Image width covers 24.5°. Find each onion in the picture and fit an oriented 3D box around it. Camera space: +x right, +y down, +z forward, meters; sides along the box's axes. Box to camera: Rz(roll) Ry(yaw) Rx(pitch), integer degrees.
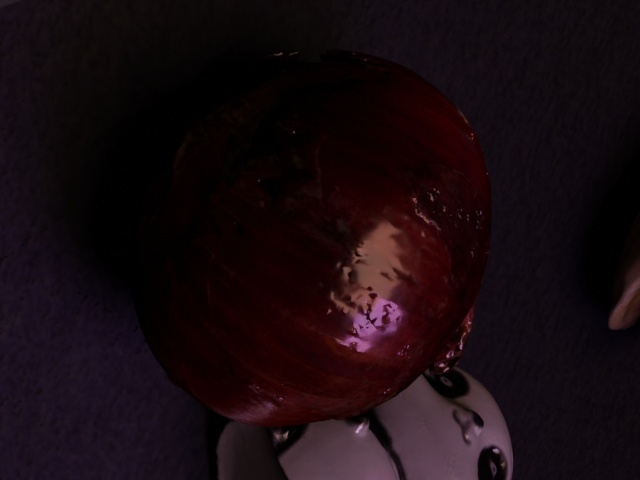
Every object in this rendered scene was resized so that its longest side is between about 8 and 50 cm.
[{"bbox_3d":[0.000,0.000,1.030,0.276,0.276,0.276,-13,113,-33],"label":"onion"}]

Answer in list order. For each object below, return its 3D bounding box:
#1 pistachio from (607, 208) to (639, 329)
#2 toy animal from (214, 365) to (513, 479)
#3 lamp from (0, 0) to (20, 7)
[{"bbox_3d":[0.410,-0.001,1.367,0.321,0.229,0.238,-41,159,-9],"label":"pistachio"},{"bbox_3d":[0.045,0.185,1.187,0.235,0.165,0.187,-17,77,-26],"label":"toy animal"},{"bbox_3d":[-0.300,-0.237,0.866,0.269,0.047,0.266,-27,121,-27],"label":"lamp"}]
